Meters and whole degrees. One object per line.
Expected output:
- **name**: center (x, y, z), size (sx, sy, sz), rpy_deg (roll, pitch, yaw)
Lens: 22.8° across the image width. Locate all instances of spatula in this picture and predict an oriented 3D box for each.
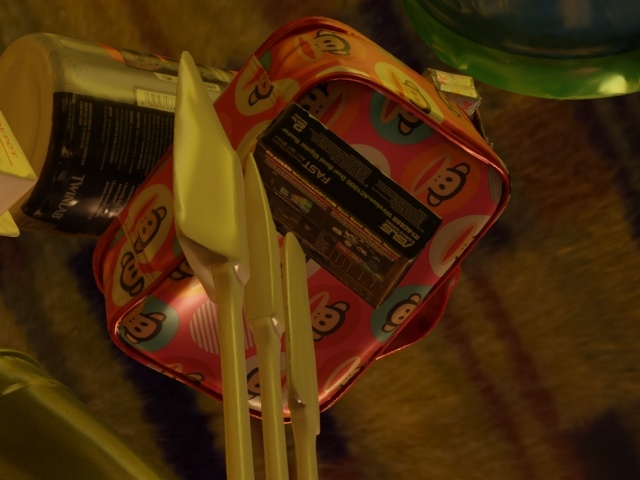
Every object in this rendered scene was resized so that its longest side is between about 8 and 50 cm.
- **spatula**: center (-0.019, 0.072, 0.549), size (0.019, 0.168, 0.242), rpy_deg (-8, 60, 7)

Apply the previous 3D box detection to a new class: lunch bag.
- **lunch bag**: center (0.142, -0.160, 1.912), size (0.071, 0.083, 0.053), rpy_deg (9, 48, -33)
- **lunch bag**: center (0.000, 0.000, 1.208), size (0.258, 0.120, 0.293), rpy_deg (30, 110, -34)

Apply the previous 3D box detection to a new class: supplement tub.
- **supplement tub**: center (-0.181, -0.096, 1.709), size (0.338, 0.207, 0.207), rpy_deg (8, 80, -35)

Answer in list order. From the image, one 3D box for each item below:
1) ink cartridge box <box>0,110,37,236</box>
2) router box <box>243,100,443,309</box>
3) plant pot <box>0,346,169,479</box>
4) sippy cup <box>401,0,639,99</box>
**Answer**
- **ink cartridge box**: center (-0.276, -0.074, 1.098), size (0.067, 0.198, 0.115), rpy_deg (-40, 65, 19)
- **router box**: center (0.009, -0.021, 1.000), size (0.122, 0.092, 0.038), rpy_deg (38, 66, 4)
- **plant pot**: center (-0.302, 0.361, 1.831), size (0.353, 0.366, 0.366), rpy_deg (24, 77, 25)
- **sippy cup**: center (0.133, -0.231, 0.831), size (0.305, 0.224, 0.240), rpy_deg (-22, 55, 0)
